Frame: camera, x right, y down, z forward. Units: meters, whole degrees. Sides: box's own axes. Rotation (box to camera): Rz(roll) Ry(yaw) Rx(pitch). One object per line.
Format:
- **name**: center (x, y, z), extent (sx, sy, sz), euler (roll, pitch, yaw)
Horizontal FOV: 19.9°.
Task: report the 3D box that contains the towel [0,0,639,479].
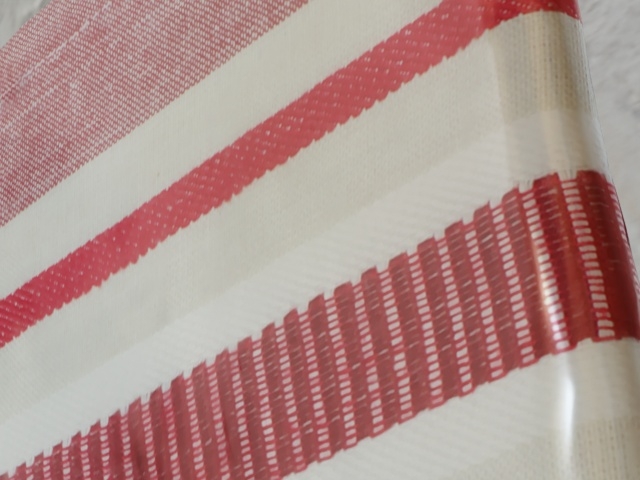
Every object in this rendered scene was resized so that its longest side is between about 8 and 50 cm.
- **towel**: center (-0.016, 0.066, 0.401), extent (0.037, 0.237, 0.329), euler (15, 57, -38)
